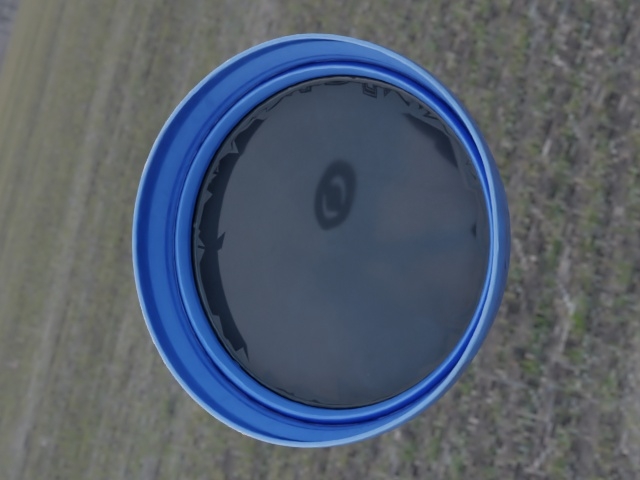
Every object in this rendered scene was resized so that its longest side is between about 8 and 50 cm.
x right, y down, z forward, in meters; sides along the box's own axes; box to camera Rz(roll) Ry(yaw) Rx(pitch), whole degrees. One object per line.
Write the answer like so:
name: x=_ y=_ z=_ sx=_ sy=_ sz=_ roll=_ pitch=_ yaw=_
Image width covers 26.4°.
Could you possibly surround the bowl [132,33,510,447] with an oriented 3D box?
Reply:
bowl: x=0.000 y=0.000 z=1.309 sx=0.077 sy=0.391 sz=0.391 roll=3 pitch=-73 yaw=-63
